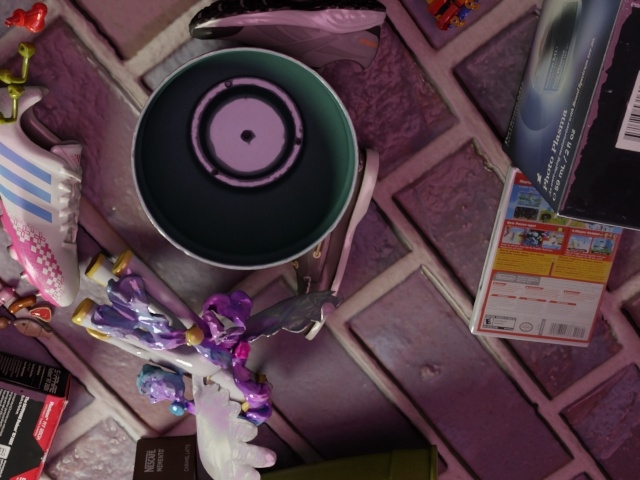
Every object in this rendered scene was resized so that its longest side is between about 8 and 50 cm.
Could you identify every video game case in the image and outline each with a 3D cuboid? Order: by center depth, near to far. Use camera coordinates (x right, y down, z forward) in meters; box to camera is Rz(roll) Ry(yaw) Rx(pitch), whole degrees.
[{"bbox_3d":[0.363,0.028,1.653,0.204,0.025,0.285,7,111,-9],"label":"video game case"}]

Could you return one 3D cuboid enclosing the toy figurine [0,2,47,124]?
[{"bbox_3d":[-0.471,-0.301,1.257,0.217,0.191,0.363,35,130,9],"label":"toy figurine"}]

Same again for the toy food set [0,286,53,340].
[{"bbox_3d":[-0.462,0.108,1.589,0.122,0.019,0.078,15,109,-12],"label":"toy food set"}]

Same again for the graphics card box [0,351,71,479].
[{"bbox_3d":[-0.593,0.263,1.597,0.370,0.094,0.233,18,109,-15],"label":"graphics card box"}]

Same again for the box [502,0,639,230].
[{"bbox_3d":[0.394,-0.201,1.419,0.182,0.294,0.296,10,110,-8],"label":"box"}]

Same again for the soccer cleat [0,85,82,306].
[{"bbox_3d":[-0.386,-0.061,1.478,0.143,0.116,0.331,-18,112,1],"label":"soccer cleat"}]

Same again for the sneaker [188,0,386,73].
[{"bbox_3d":[-0.045,-0.281,1.442,0.271,0.100,0.108,0,117,-7],"label":"sneaker"}]

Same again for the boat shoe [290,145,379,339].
[{"bbox_3d":[-0.001,-0.001,1.556,0.091,0.109,0.305,15,103,-12],"label":"boat shoe"}]

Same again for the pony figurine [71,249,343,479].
[{"bbox_3d":[-0.164,0.155,1.487,0.363,0.351,0.303,36,74,-18],"label":"pony figurine"}]

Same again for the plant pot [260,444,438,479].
[{"bbox_3d":[0.005,0.501,1.654,0.352,0.366,0.367,2,112,6],"label":"plant pot"}]

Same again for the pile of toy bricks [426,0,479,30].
[{"bbox_3d":[0.204,-0.395,1.432,0.105,0.118,0.212,47,112,12],"label":"pile of toy bricks"}]

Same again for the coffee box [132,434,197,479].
[{"bbox_3d":[-0.245,0.458,1.692,0.098,0.141,0.247,-2,111,-6],"label":"coffee box"}]

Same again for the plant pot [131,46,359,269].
[{"bbox_3d":[-0.101,-0.130,1.436,0.292,0.196,0.293,-1,108,-3],"label":"plant pot"}]
